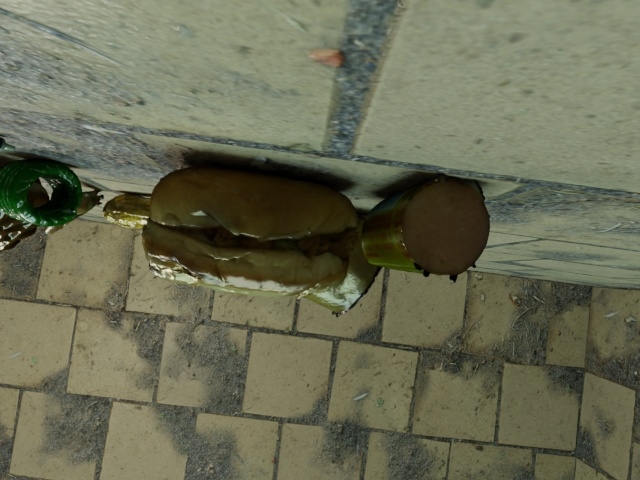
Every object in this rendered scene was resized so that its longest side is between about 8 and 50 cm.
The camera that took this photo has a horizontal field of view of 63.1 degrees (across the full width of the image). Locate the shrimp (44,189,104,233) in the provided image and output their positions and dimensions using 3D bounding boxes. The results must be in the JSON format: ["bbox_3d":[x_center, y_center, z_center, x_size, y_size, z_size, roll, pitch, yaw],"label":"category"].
[{"bbox_3d":[-0.572,-0.072,1.212,0.115,0.051,0.217,-34,-165,14],"label":"shrimp"}]

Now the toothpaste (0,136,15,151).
[{"bbox_3d":[-0.484,-0.144,0.700,0.037,0.021,0.140,-1,169,38],"label":"toothpaste"}]

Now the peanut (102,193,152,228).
[{"bbox_3d":[-0.426,-0.069,1.262,0.206,0.087,0.087,4,176,13],"label":"peanut"}]

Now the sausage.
[{"bbox_3d":[0.128,-0.008,0.768,0.117,0.125,0.317,8,177,-8],"label":"sausage"}]

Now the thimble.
[{"bbox_3d":[-0.494,-0.084,0.920,0.090,0.118,0.130,9,157,26],"label":"thimble"}]

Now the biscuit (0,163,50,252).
[{"bbox_3d":[-0.700,-0.030,1.050,0.366,0.115,0.268,-29,-179,21],"label":"biscuit"}]

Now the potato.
[{"bbox_3d":[-0.025,0.015,1.070,0.266,0.229,0.229,25,171,-18],"label":"potato"}]

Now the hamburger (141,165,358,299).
[{"bbox_3d":[-0.109,-0.012,0.793,0.304,0.174,0.284,8,178,-14],"label":"hamburger"}]
